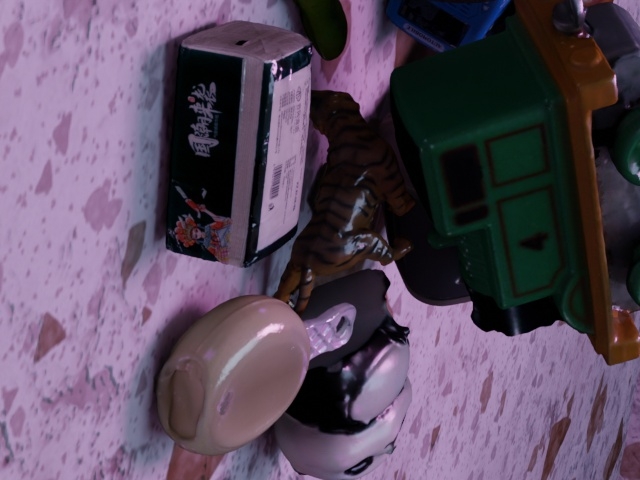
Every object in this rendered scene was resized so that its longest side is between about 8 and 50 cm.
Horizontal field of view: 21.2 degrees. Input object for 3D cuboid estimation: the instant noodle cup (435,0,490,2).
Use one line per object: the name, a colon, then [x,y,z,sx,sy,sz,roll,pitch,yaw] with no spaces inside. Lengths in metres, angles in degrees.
instant noodle cup: [0.100,-0.334,1.423,0.217,0.217,0.207,50,51,-66]

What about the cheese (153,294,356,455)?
cheese: [-0.045,0.101,1.455,0.227,0.064,0.137,-23,135,-48]

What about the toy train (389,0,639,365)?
toy train: [0.206,-0.049,1.550,0.178,0.249,0.429,-109,-177,-48]

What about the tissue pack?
tissue pack: [-0.062,-0.076,1.320,0.103,0.090,0.170,-37,139,-60]

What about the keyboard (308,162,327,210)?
keyboard: [0.014,-0.025,1.668,0.129,0.015,0.049,67,41,-59]

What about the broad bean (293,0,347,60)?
broad bean: [-0.017,-0.210,1.425,0.227,0.039,0.069,32,67,-68]

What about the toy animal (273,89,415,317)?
toy animal: [0.008,0.001,1.528,0.116,0.114,0.255,30,77,-66]

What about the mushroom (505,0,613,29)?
mushroom: [0.257,-0.250,1.712,0.170,0.080,0.135,-47,-177,-20]

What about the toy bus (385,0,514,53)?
toy bus: [0.167,-0.287,1.733,0.246,0.113,0.134,-48,167,-52]

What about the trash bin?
trash bin: [0.173,-0.087,1.781,0.290,0.182,0.209,-52,150,-33]

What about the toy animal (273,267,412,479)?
toy animal: [0.027,0.143,1.640,0.166,0.138,0.179,-36,134,-36]
